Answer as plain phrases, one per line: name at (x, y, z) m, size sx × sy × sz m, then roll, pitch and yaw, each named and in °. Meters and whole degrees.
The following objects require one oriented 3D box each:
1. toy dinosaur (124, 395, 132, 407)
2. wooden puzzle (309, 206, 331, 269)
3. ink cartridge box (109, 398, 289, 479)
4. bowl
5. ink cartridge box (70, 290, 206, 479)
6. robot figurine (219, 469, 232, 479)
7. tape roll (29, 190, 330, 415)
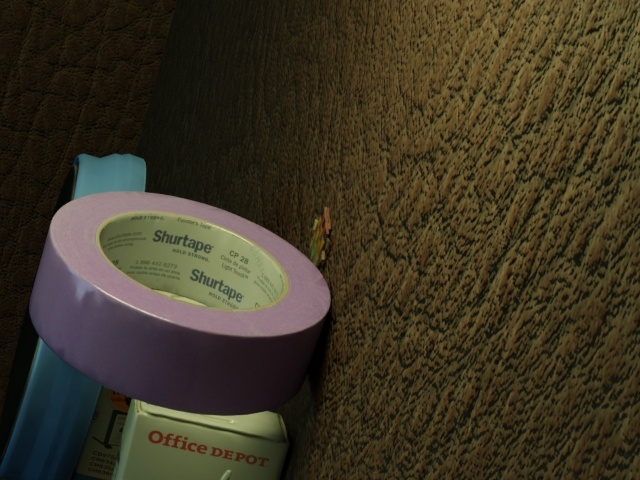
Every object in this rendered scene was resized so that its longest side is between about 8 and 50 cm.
toy dinosaur at (-0.127, 0.263, 1.985) m, size 0.118 × 0.064 × 0.268 m, roll 2°, pitch 113°, yaw 50°
wooden puzzle at (0.000, 0.000, 1.904) m, size 0.083 × 0.006 × 0.049 m, roll -95°, pitch 22°, yaw -56°
ink cartridge box at (-0.133, 0.262, 1.868) m, size 0.093 × 0.154 × 0.212 m, roll -111°, pitch 36°, yaw -72°
bowl at (-0.280, 0.088, 2.102) m, size 0.391 × 0.077 × 0.391 m, roll -165°, pitch 90°, yaw -79°
ink cartridge box at (-0.173, 0.172, 2.108) m, size 0.168 × 0.171 × 0.233 m, roll -97°, pitch 23°, yaw -58°
robot figurine at (-0.146, 0.380, 1.693) m, size 0.300 × 0.200 × 0.354 m, roll -8°, pitch 63°, yaw 34°
tape roll at (-0.133, 0.055, 1.808) m, size 0.275 × 0.274 × 0.090 m, roll -102°, pitch 27°, yaw -63°
